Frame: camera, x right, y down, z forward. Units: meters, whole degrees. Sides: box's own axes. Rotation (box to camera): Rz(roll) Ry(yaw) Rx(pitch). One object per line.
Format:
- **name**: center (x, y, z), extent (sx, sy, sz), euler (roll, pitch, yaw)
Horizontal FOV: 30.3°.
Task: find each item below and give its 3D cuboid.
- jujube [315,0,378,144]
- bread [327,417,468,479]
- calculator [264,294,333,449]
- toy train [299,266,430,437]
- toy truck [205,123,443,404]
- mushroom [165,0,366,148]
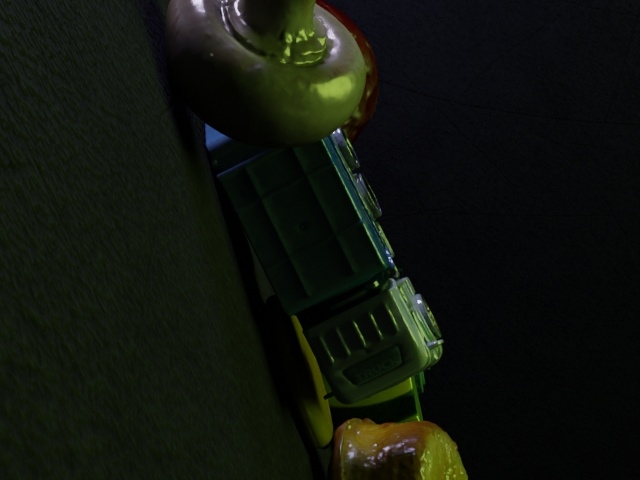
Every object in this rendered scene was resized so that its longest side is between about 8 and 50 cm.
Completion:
- **jujube**: center (-0.029, -0.207, 1.661), extent (0.318, 0.223, 0.223), euler (99, -23, -72)
- **bread**: center (0.098, 0.337, 1.414), extent (0.268, 0.145, 0.268), euler (-15, 90, -71)
- **calculator**: center (-0.022, 0.159, 1.381), extent (0.235, 0.032, 0.146), euler (69, 6, -46)
- **toy train**: center (0.084, 0.229, 1.843), extent (0.442, 0.179, 0.272), euler (72, 9, -59)
- **toy truck**: center (0.000, 0.000, 1.293), extent (0.367, 0.146, 0.175), euler (62, 9, 1)
- **mushroom**: center (-0.045, -0.196, 1.128), extent (0.209, 0.206, 0.206), euler (-62, -177, 7)
